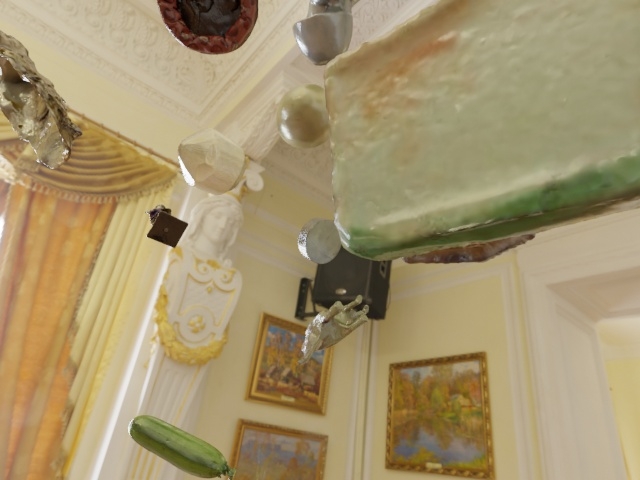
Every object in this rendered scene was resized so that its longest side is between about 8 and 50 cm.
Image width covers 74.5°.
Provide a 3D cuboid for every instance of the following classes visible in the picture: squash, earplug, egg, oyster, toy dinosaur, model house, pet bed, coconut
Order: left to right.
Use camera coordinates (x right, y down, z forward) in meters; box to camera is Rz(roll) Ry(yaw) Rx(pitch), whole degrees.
[{"bbox_3d":[-0.575,-0.315,0.818,0.110,0.396,0.204,-27,-33,-32],"label":"oyster"},{"bbox_3d":[-0.432,0.645,1.302,0.378,0.102,0.101,18,-27,11],"label":"squash"},{"bbox_3d":[-0.215,-0.460,0.811,0.201,0.053,0.201,-1,-72,-4],"label":"pet bed"},{"bbox_3d":[-0.433,-0.310,1.640,0.237,0.238,0.265,-16,-30,36],"label":"coconut"},{"bbox_3d":[-0.045,-0.378,1.297,0.185,0.186,0.241,22,-16,-25],"label":"egg"},{"bbox_3d":[0.034,0.197,0.977,0.162,0.077,0.294,-40,-16,18],"label":"toy dinosaur"},{"bbox_3d":[0.051,-0.674,1.232,0.175,0.214,0.326,38,-69,4],"label":"earplug"},{"bbox_3d":[0.203,-0.101,0.445,0.312,0.245,0.280,-16,-20,31],"label":"model house"}]

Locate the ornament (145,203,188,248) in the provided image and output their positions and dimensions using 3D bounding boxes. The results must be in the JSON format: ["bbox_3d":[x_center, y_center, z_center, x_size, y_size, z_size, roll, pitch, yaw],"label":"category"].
[{"bbox_3d":[-0.450,-0.060,1.181,0.081,0.088,0.203,29,5,-39],"label":"ornament"}]

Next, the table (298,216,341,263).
[{"bbox_3d":[0.000,0.000,1.242,0.133,0.134,0.043,34,-7,-39],"label":"table"}]
